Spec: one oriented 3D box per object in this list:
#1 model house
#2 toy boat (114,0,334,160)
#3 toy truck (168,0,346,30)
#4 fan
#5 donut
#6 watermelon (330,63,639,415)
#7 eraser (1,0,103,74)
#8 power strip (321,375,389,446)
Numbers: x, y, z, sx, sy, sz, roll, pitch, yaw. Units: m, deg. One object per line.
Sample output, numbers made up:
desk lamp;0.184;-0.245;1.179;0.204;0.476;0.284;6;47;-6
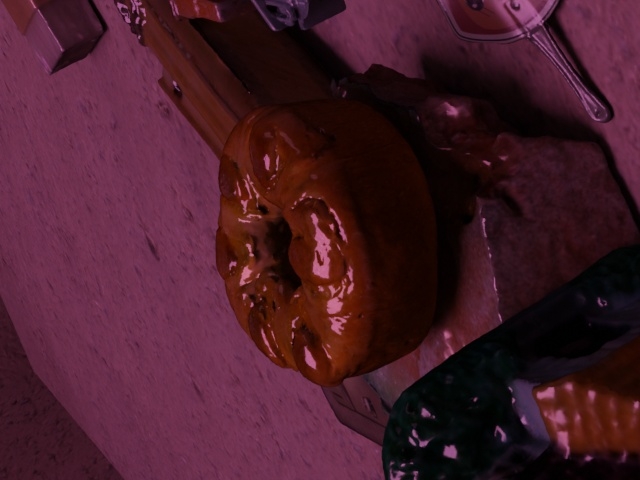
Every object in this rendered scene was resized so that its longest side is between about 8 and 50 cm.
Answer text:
model house;0.224;0.147;0.776;0.230;0.280;0.249;60;164;-8
toy boat;-0.084;-0.163;1.245;0.445;0.136;0.162;52;153;28
toy truck;-0.070;-0.333;0.945;0.184;0.133;0.338;30;140;53
fan;0.135;-0.170;0.879;0.220;0.009;0.132;53;144;-4
donut;0.001;-0.001;0.966;0.226;0.113;0.227;37;133;54
watermelon;0.138;0.012;1.000;0.264;0.151;0.302;24;122;59
eraser;-0.416;-0.398;1.685;0.343;0.078;0.144;60;159;-3
power strip;0.057;0.109;1.325;0.251;0.092;0.257;11;130;56
